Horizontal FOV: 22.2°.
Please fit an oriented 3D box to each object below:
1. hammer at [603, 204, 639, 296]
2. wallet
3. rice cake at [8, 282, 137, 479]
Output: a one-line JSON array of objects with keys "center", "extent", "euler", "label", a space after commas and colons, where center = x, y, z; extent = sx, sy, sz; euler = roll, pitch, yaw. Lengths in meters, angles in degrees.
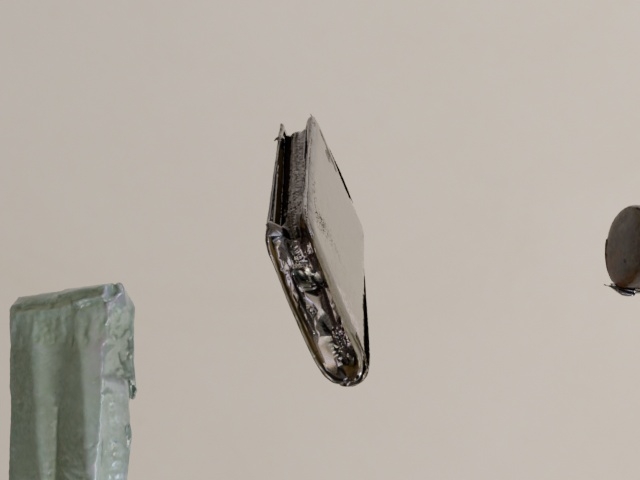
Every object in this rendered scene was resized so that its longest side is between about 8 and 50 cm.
[{"center": [0.115, 0.027, 0.300], "extent": [0.178, 0.065, 0.021], "euler": [-132, -127, -67], "label": "hammer"}, {"center": [0.000, 0.000, 1.001], "extent": [0.031, 0.110, 0.198], "euler": [-20, -158, 9], "label": "wallet"}, {"center": [-0.154, 0.141, 0.994], "extent": [0.085, 0.226, 0.040], "euler": [-7, 166, 29], "label": "rice cake"}]
